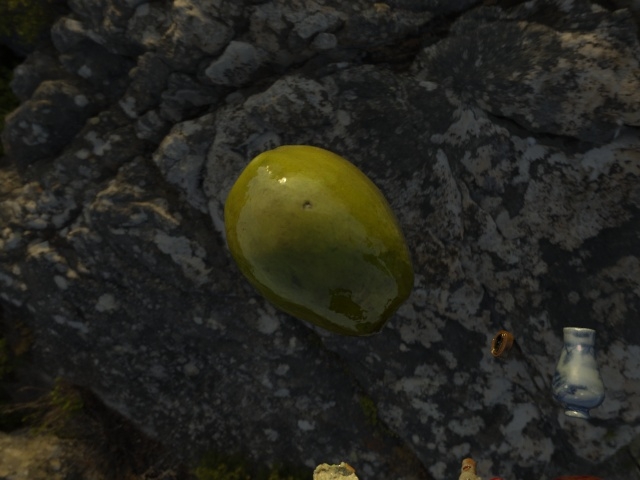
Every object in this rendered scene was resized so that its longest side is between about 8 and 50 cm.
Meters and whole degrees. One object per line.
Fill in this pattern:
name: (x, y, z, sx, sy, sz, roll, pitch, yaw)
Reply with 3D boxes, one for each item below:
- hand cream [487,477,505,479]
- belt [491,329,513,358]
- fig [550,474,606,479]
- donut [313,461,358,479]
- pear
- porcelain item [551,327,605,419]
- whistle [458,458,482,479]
hand cream: (0.395, 0.620, 1.078, 0.125, 0.193, 0.193, 32, 112, -5)
belt: (0.553, 0.317, 1.564, 0.036, 0.059, 0.083, 22, 87, -21)
fig: (0.374, 0.490, 0.746, 0.191, 0.190, 0.290, 28, 84, 6)
donut: (0.031, 0.369, 0.623, 0.065, 0.166, 0.108, -9, 125, -3)
pear: (0.000, 0.000, 0.776, 0.307, 0.253, 0.253, 37, 112, -1)
porcelain item: (0.764, 0.391, 1.514, 0.141, 0.141, 0.258, 7, 77, 14)
whistle: (0.376, 0.638, 1.302, 0.107, 0.220, 0.057, -26, 94, 20)
